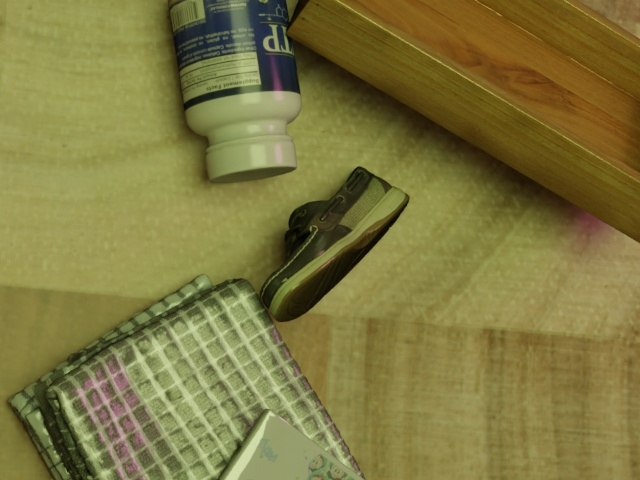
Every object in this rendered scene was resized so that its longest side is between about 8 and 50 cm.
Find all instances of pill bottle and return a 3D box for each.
[{"bbox_3d":[-0.076,-0.152,1.690,0.112,0.112,0.186,-7,85,-18],"label":"pill bottle"}]

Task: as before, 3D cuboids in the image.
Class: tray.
[{"bbox_3d":[0.179,-0.175,1.752,0.411,0.076,0.203,30,44,-12],"label":"tray"}]

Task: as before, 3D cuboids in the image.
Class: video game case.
[{"bbox_3d":[-0.026,0.249,1.576,0.157,0.019,0.143,38,73,-16],"label":"video game case"}]

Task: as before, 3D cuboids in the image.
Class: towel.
[{"bbox_3d":[-0.107,0.193,1.625,0.235,0.121,0.283,-30,92,-20],"label":"towel"}]

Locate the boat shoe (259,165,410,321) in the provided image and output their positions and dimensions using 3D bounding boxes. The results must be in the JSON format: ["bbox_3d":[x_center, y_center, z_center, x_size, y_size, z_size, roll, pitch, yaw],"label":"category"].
[{"bbox_3d":[0.001,-0.001,1.688,0.073,0.080,0.223,39,43,10],"label":"boat shoe"}]
